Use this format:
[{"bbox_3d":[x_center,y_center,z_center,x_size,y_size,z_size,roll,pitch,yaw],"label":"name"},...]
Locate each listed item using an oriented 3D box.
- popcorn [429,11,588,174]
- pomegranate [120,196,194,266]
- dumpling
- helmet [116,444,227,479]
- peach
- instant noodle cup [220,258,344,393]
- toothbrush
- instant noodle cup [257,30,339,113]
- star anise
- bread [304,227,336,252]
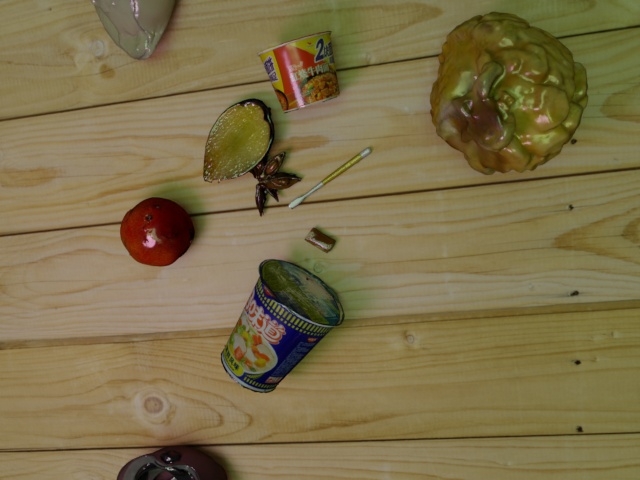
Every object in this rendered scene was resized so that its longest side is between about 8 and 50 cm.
[{"bbox_3d":[0.454,-0.351,1.526,0.353,0.344,0.391,4,67,0],"label":"popcorn"},{"bbox_3d":[-0.480,-0.018,1.816,0.210,0.210,0.235,48,135,1],"label":"pomegranate"},{"bbox_3d":[-0.547,-0.714,1.753,0.315,0.233,0.395,13,118,40],"label":"dumpling"},{"bbox_3d":[-0.430,0.753,1.919,0.338,0.197,0.271,19,109,13],"label":"helmet"},{"bbox_3d":[-0.231,-0.271,1.782,0.279,0.068,0.189,-47,71,8],"label":"peach"},{"bbox_3d":[-0.129,0.257,1.770,0.284,0.284,0.312,36,111,4],"label":"instant noodle cup"},{"bbox_3d":[0.026,-0.177,1.789,0.288,0.024,0.021,-35,93,11],"label":"toothbrush"},{"bbox_3d":[-0.045,-0.448,1.677,0.213,0.213,0.174,-15,104,12],"label":"instant noodle cup"},{"bbox_3d":[-0.139,-0.188,1.799,0.156,0.053,0.213,-15,91,16],"label":"star anise"},{"bbox_3d":[0.000,0.000,1.811,0.083,0.036,0.047,32,94,6],"label":"bread"}]
